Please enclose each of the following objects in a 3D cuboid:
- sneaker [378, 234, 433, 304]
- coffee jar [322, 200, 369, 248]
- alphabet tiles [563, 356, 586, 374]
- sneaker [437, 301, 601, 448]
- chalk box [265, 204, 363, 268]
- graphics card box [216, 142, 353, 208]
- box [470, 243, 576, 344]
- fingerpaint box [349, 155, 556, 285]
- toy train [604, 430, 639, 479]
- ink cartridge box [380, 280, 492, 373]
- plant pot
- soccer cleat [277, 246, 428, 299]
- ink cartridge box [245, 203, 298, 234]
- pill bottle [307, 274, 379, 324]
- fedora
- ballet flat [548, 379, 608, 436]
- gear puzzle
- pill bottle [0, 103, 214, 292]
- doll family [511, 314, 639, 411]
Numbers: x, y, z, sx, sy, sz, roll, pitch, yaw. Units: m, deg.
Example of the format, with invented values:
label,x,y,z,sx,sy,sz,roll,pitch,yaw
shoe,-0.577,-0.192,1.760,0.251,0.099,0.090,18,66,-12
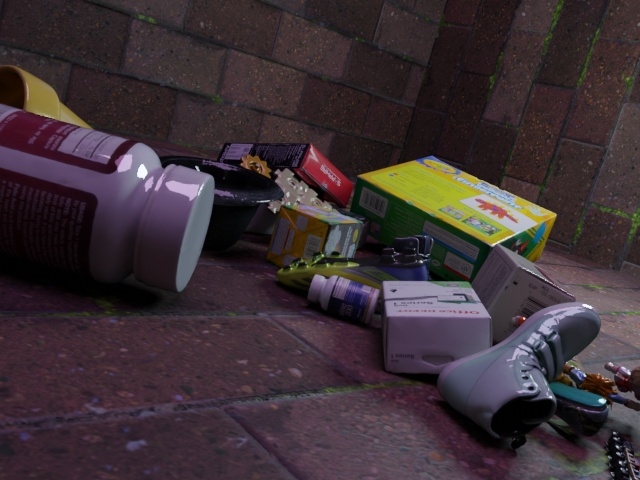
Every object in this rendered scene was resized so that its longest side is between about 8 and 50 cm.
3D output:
label,x,y,z,sx,sy,sz,roll,pitch,yaw
sneaker,0.213,0.079,1.317,0.226,0.163,0.086,25,12,32
coffee jar,0.049,-0.048,1.882,0.079,0.096,0.184,-4,22,-41
alphabet tiles,0.404,0.207,1.352,0.237,0.009,0.198,17,11,9
sneaker,0.301,0.180,0.894,0.256,0.094,0.151,-27,22,-9
chalk box,0.000,0.000,1.486,0.132,0.132,0.213,21,11,25
graphics card box,-0.112,-0.196,2.008,0.371,0.094,0.233,6,-22,41
box,0.378,0.116,1.306,0.127,0.148,0.232,29,12,0
fingerpaint box,0.367,-0.059,1.891,0.445,0.163,0.371,31,34,32
toy train,0.398,0.291,0.874,0.036,0.027,0.158,30,14,15
ink cartridge box,0.180,0.134,1.083,0.160,0.092,0.219,0,10,3
plant pot,-0.593,-0.197,1.395,0.254,0.254,0.239,24,-3,36
soccer cleat,0.058,0.082,1.268,0.289,0.121,0.093,-3,15,12
ink cartridge box,-0.184,-0.107,1.797,0.198,0.114,0.273,7,14,-41
pill bottle,0.041,0.102,1.198,0.120,0.067,0.067,17,11,8
fedora,-0.242,-0.077,1.455,0.334,0.152,0.334,14,15,-4
ballet flat,0.322,0.229,0.978,0.070,0.070,0.188,6,12,-43
gear puzzle,-0.073,-0.086,1.650,0.339,0.044,0.175,40,39,-6
pill bottle,-0.375,-0.062,1.014,0.392,0.224,0.224,16,11,0
doll family,0.406,0.215,1.053,0.263,0.118,0.163,26,-8,25
